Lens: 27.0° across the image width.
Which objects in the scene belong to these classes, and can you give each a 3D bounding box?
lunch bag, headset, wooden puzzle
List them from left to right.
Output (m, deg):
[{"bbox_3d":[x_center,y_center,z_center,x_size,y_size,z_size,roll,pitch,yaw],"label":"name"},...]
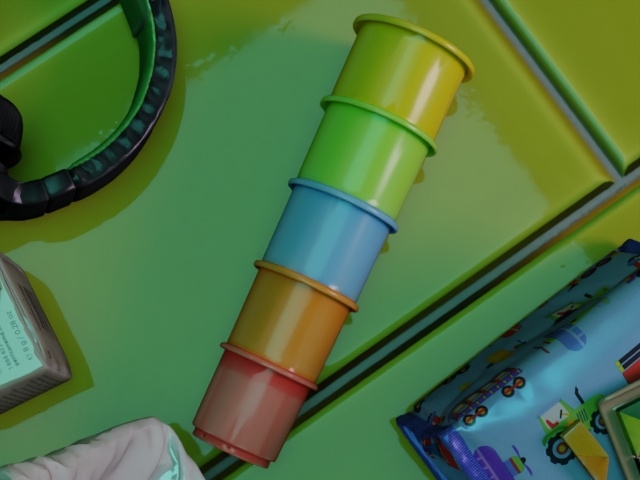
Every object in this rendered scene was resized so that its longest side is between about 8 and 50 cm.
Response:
[{"bbox_3d":[-0.285,-0.119,0.883,0.394,0.185,0.243,-20,84,-18],"label":"headset"},{"bbox_3d":[0.211,0.117,0.824,0.116,0.014,0.078,-31,104,-10],"label":"wooden puzzle"},{"bbox_3d":[0.232,0.175,0.894,0.221,0.138,0.293,-36,93,-9],"label":"lunch bag"}]

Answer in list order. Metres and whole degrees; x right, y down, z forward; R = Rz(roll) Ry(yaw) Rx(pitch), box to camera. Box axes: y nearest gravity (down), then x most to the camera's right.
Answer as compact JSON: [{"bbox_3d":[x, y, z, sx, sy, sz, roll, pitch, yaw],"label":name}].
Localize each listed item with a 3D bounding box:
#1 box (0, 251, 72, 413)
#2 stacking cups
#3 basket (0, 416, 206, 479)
[{"bbox_3d":[-0.313,0.110,0.889,0.275,0.113,0.094,-26,82,-7],"label":"box"},{"bbox_3d":[0.000,0.000,0.922,0.096,0.096,0.316,26,81,3],"label":"stacking cups"},{"bbox_3d":[-0.147,0.313,0.727,0.266,0.328,0.331,-36,84,11],"label":"basket"}]
